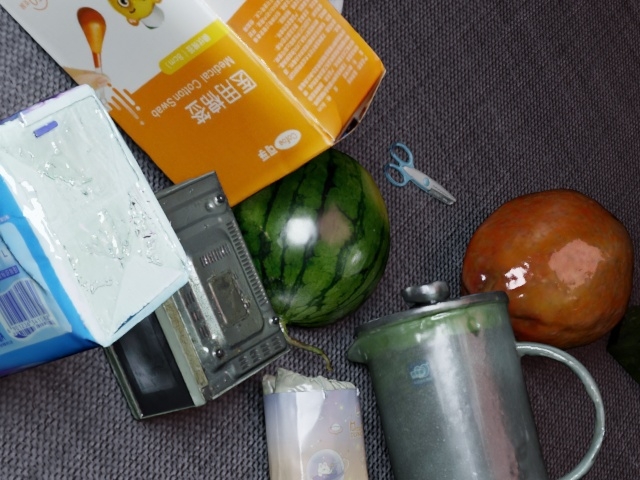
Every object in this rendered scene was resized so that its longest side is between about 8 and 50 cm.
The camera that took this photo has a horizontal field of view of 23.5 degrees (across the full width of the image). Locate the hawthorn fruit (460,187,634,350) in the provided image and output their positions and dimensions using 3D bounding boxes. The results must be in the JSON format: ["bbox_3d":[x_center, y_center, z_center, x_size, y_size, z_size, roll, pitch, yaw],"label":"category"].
[{"bbox_3d":[0.265,0.055,1.912,0.262,0.210,0.210,-33,101,-34],"label":"hawthorn fruit"}]

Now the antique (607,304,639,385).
[{"bbox_3d":[0.508,0.187,2.192,0.221,0.081,0.080,46,51,-26],"label":"antique"}]

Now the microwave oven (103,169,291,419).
[{"bbox_3d":[-0.141,0.053,1.541,0.163,0.129,0.205,-30,99,-45],"label":"microwave oven"}]

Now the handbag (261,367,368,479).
[{"bbox_3d":[-0.003,0.221,1.651,0.117,0.095,0.173,3,77,-49],"label":"handbag"}]

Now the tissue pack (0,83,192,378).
[{"bbox_3d":[-0.271,0.005,1.324,0.146,0.263,0.198,-38,104,-45],"label":"tissue pack"}]

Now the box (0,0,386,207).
[{"bbox_3d":[-0.130,-0.209,1.545,0.341,0.225,0.143,47,48,-13],"label":"box"}]

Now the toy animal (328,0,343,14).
[{"bbox_3d":[0.027,-0.359,1.844,0.140,0.138,0.282,35,55,-38],"label":"toy animal"}]

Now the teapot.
[{"bbox_3d":[0.184,0.206,1.736,0.200,0.270,0.337,20,56,-77],"label":"teapot"}]

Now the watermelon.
[{"bbox_3d":[0.000,-0.007,1.707,0.204,0.127,0.232,37,55,-26],"label":"watermelon"}]

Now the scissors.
[{"bbox_3d":[0.127,-0.075,1.939,0.119,0.014,0.058,34,59,-30],"label":"scissors"}]
